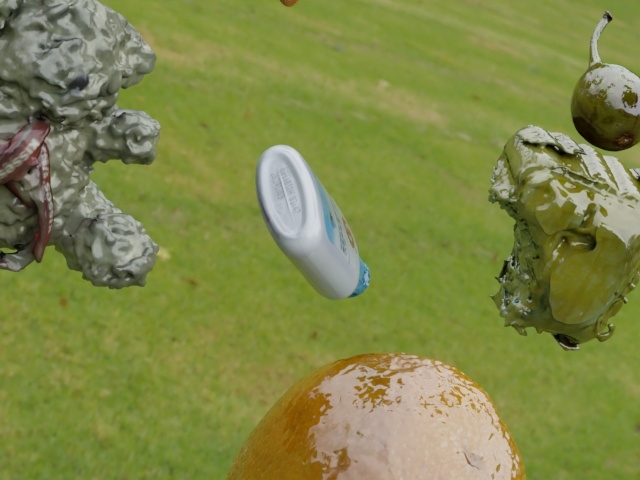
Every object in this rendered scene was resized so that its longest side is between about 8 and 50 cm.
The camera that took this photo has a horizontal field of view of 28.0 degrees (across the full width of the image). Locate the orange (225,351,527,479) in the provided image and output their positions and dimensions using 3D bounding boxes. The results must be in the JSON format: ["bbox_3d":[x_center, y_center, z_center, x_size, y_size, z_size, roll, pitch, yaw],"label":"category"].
[{"bbox_3d":[0.053,0.295,1.463,0.322,0.357,0.322,25,53,-38],"label":"orange"}]

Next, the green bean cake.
[{"bbox_3d":[0.363,0.010,1.964,0.285,0.310,0.202,19,21,-14],"label":"green bean cake"}]

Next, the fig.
[{"bbox_3d":[0.425,-0.246,1.905,0.124,0.124,0.236,11,60,-27],"label":"fig"}]

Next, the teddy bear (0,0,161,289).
[{"bbox_3d":[-0.345,-0.133,1.508,0.357,0.368,0.224,5,27,-28],"label":"teddy bear"}]

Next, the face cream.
[{"bbox_3d":[0.000,0.000,1.758,0.337,0.080,0.163,52,20,-63],"label":"face cream"}]

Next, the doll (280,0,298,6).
[{"bbox_3d":[-0.024,-0.406,1.562,0.221,0.251,0.221,-2,26,1],"label":"doll"}]
